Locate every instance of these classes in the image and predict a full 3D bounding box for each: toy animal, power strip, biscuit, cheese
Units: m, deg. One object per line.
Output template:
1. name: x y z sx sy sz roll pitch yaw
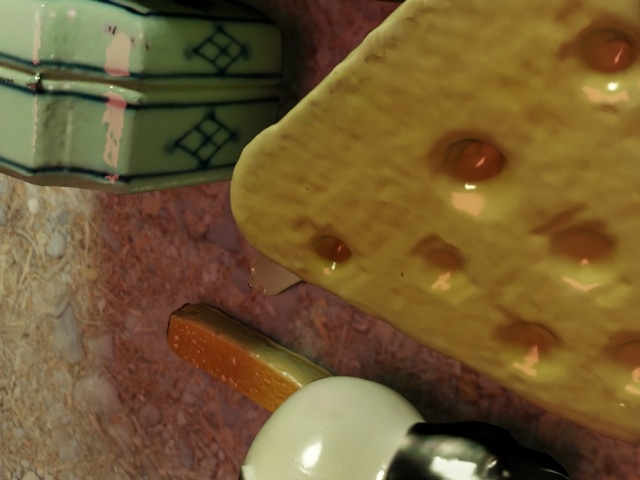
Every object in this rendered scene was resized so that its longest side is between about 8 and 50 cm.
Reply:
1. toy animal: 0.063 0.236 0.759 0.266 0.212 0.213 15 110 26
2. power strip: 0.000 0.000 0.848 0.191 0.030 0.048 -33 83 35
3. biscuit: -0.071 0.118 0.912 0.188 0.056 0.052 26 113 28
4. cheese: 0.146 -0.016 0.647 0.383 0.104 0.384 19 131 23

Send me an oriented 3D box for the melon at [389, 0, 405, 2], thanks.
1. melon: -0.052 -0.294 0.726 0.343 0.331 0.226 11 143 25

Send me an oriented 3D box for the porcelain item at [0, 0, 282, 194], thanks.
1. porcelain item: -0.196 -0.151 0.790 0.281 0.285 0.157 21 110 31
